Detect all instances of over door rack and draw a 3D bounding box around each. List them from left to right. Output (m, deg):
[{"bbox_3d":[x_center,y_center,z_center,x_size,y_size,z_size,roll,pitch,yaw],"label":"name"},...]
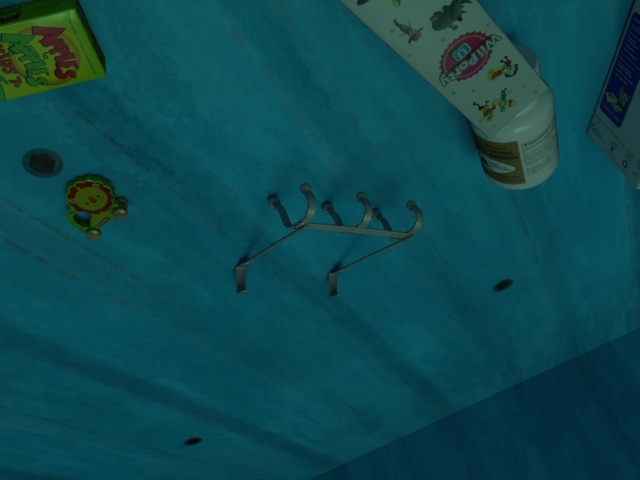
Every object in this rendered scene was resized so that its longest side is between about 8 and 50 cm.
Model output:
[{"bbox_3d":[0.000,0.000,1.068,0.239,0.108,0.324,6,150,-29],"label":"over door rack"}]

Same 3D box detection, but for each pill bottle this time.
[{"bbox_3d":[0.310,-0.196,0.927,0.131,0.131,0.229,-27,141,9],"label":"pill bottle"}]

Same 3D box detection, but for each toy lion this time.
[{"bbox_3d":[-0.357,-0.055,0.893,0.100,0.034,0.096,-34,133,18],"label":"toy lion"}]

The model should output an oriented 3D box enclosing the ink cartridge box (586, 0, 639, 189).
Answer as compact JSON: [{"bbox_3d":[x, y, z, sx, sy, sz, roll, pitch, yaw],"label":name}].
[{"bbox_3d":[0.546,-0.255,0.931,0.065,0.165,0.333,-16,143,-4],"label":"ink cartridge box"}]

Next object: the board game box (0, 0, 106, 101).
[{"bbox_3d":[-0.361,-0.221,0.676,0.181,0.043,0.092,-16,142,-5],"label":"board game box"}]

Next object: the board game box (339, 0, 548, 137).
[{"bbox_3d":[0.110,-0.279,0.664,0.303,0.224,0.097,24,124,-41],"label":"board game box"}]
